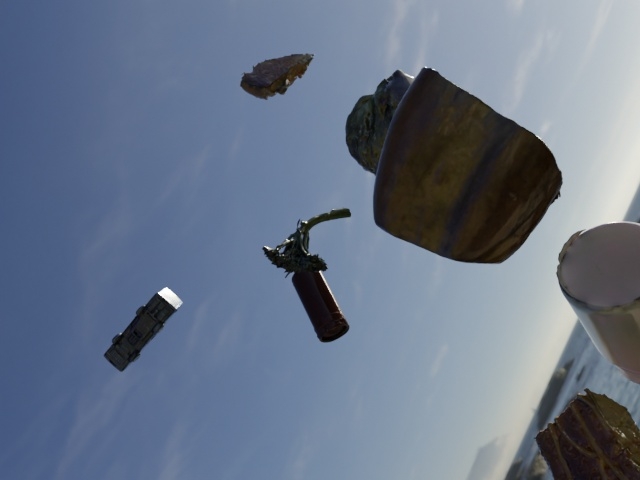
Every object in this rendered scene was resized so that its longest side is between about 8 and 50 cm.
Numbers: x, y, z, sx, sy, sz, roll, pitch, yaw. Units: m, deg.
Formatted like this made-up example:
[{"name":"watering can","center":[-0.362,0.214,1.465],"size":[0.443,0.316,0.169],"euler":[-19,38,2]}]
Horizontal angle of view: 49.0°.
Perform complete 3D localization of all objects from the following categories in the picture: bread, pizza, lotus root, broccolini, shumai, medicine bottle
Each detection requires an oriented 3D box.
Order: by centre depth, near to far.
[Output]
[{"name":"lotus root","center":[0.230,-0.085,1.152],"size":[0.250,0.316,0.316],"euler":[-60,-21,2]},{"name":"bread","center":[0.526,0.434,1.281],"size":[0.114,0.275,0.185],"euler":[7,-49,-28]},{"name":"medicine bottle","center":[0.648,0.142,1.450],"size":[0.379,0.213,0.214],"euler":[46,-113,-40]},{"name":"broccolini","center":[0.004,-0.004,1.476],"size":[0.271,0.123,0.062],"euler":[-36,-21,-45]},{"name":"shumai","center":[0.204,-0.260,1.699],"size":[0.225,0.260,0.222],"euler":[-54,17,-21]},{"name":"pizza","center":[-0.124,-0.456,1.963],"size":[0.226,0.147,0.069],"euler":[-50,-39,-38]}]

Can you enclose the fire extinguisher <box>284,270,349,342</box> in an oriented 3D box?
[{"name":"fire extinguisher","center":[-0.019,0.154,1.984],"size":[0.104,0.269,0.105],"euler":[-21,-29,-12]}]

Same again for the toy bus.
[{"name":"toy bus","center":[-0.447,0.227,1.783],"size":[0.236,0.079,0.094],"euler":[-48,-6,17]}]
